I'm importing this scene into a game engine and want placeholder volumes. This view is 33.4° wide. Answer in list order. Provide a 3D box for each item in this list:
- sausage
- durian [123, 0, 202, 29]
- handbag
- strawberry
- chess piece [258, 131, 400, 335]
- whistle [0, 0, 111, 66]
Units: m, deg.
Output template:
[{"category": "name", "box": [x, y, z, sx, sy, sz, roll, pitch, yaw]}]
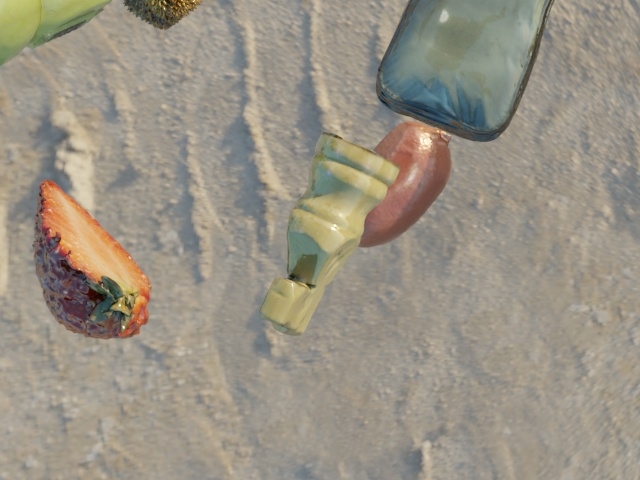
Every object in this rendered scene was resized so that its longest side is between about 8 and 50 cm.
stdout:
[{"category": "sausage", "box": [0.131, -0.099, 1.875, 0.148, 0.148, 0.254, 41, 100, 20]}, {"category": "durian", "box": [-0.247, -0.421, 1.700, 0.137, 0.158, 0.168, 24, 109, 34]}, {"category": "handbag", "box": [0.211, -0.305, 1.413, 0.191, 0.075, 0.332, 22, 87, 12]}, {"category": "strawberry", "box": [-0.295, 0.042, 1.287, 0.107, 0.175, 0.236, -47, 30, 5]}, {"category": "chess piece", "box": [0.000, 0.000, 1.058, 0.090, 0.090, 0.200, 25, 91, 23]}, {"category": "whistle", "box": [-0.260, -0.232, 0.964, 0.131, 0.288, 0.106, -22, 104, 45]}]
